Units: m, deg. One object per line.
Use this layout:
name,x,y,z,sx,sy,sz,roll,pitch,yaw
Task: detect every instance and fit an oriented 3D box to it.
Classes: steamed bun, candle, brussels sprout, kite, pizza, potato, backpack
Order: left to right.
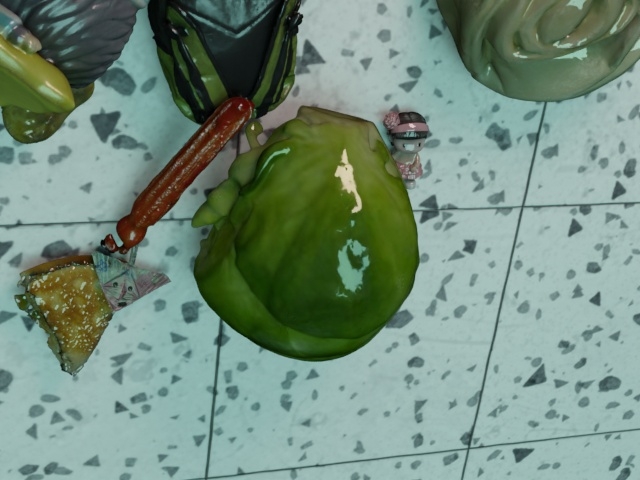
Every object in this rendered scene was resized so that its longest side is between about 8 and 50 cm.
potato,-0.363,-0.188,1.545,0.138,0.070,0.091,-43,154,-3
pizza,-0.366,0.110,1.730,0.185,0.052,0.195,-3,115,-28
kite,-0.277,0.036,1.716,0.137,0.005,0.152,24,86,-33
candle,-0.196,-0.088,1.604,0.048,0.051,0.329,39,123,-13
backpack,-0.121,-0.270,1.555,0.207,0.140,0.253,-12,128,-13
brussels sprout,0.000,0.000,1.671,0.276,0.315,0.371,-17,130,-61
steamed bun,0.334,-0.362,1.609,0.342,0.255,0.367,-36,123,5

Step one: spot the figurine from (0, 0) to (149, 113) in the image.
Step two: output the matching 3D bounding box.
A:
figurine,-0.347,-0.377,1.361,0.377,0.266,0.361,-60,140,-12

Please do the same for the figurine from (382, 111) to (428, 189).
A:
figurine,0.125,-0.140,1.779,0.072,0.054,0.129,1,126,-5
